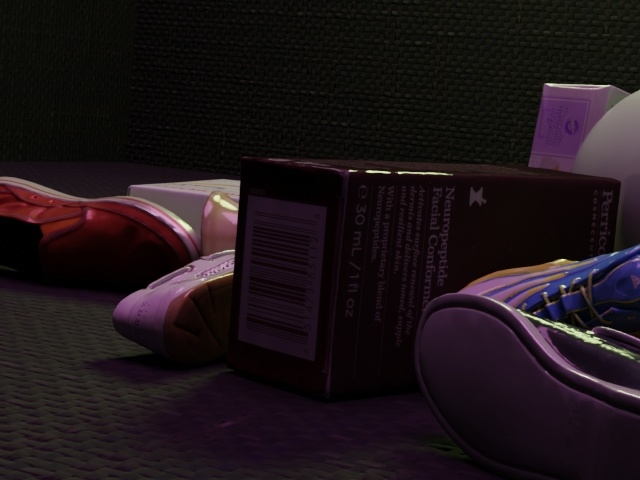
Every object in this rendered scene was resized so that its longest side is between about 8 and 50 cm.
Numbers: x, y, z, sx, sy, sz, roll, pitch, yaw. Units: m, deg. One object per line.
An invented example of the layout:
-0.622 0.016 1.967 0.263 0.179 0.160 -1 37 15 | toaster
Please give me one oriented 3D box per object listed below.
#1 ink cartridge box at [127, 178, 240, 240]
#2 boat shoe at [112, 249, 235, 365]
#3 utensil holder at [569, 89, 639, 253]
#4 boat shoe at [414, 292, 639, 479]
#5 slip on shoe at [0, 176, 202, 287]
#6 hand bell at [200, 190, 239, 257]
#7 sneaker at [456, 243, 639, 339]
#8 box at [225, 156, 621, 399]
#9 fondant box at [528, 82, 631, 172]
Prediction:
-0.104 -0.011 1.751 0.201 0.117 0.278 7 7 20 | ink cartridge box
-0.088 0.050 1.264 0.096 0.098 0.277 9 8 30 | boat shoe
0.445 -0.021 1.349 0.327 0.328 0.385 4 3 -6 | utensil holder
0.174 0.112 0.883 0.091 0.114 0.302 0 19 -32 | boat shoe
-0.280 0.007 1.568 0.331 0.123 0.101 13 40 21 | slip on shoe
0.000 0.000 1.511 0.242 0.126 0.126 -3 4 14 | hand bell
0.209 0.042 1.086 0.240 0.091 0.126 -10 -21 -1 | sneaker
0.104 0.027 1.226 0.381 0.191 0.143 -2 9 -45 | box
0.377 -0.045 1.683 0.096 0.238 0.330 10 -1 39 | fondant box
